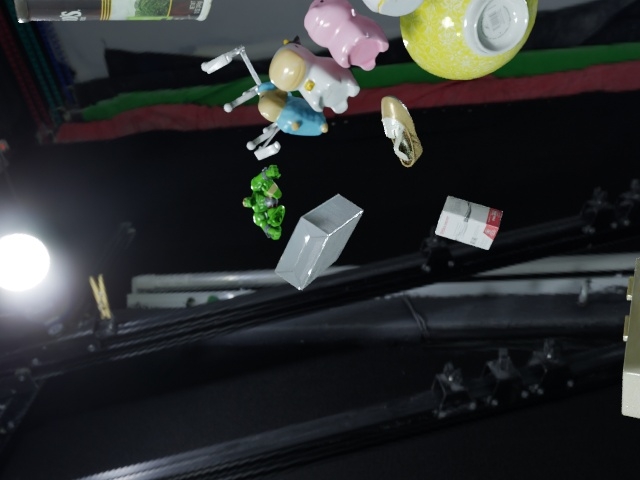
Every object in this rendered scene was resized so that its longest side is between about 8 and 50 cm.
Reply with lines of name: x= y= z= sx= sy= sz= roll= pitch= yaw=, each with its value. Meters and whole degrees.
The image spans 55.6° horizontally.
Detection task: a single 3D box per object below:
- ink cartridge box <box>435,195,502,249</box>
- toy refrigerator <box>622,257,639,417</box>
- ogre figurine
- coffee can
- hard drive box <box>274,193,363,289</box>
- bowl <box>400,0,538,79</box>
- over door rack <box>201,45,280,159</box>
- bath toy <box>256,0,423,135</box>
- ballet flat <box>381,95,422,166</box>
ink cartridge box: x=0.357 y=-0.043 z=1.467 sx=0.135 sy=0.099 sz=0.056 roll=18 pitch=-122 yaw=9
toy refrigerator: x=0.543 y=0.152 z=0.985 sx=0.094 sy=0.102 sz=0.269 roll=4 pitch=-140 yaw=30
ogre figurine: x=-0.154 y=-0.107 z=1.710 sx=0.096 sy=0.197 sz=0.118 roll=-30 pitch=-160 yaw=-30
coffee can: x=-0.316 y=-0.432 z=0.902 sx=0.275 sy=0.202 sz=0.201 roll=-9 pitch=-148 yaw=-23
hard drive box: x=0.000 y=0.000 z=1.590 sx=0.089 sy=0.181 sz=0.232 roll=34 pitch=-151 yaw=12
bowl: x=0.320 y=-0.445 z=1.199 sx=0.289 sy=0.290 sz=0.156 roll=-17 pitch=-147 yaw=-8
over door rack: x=-0.189 y=-0.332 z=1.452 sx=0.108 sy=0.240 sz=0.324 roll=-27 pitch=-161 yaw=10
bath toy: x=0.024 y=-0.330 z=0.978 sx=0.151 sy=0.348 sz=0.129 roll=2 pitch=-127 yaw=-41
ballet flat: x=0.212 y=-0.280 z=1.602 sx=0.080 sy=0.232 sz=0.073 roll=14 pitch=-114 yaw=38
